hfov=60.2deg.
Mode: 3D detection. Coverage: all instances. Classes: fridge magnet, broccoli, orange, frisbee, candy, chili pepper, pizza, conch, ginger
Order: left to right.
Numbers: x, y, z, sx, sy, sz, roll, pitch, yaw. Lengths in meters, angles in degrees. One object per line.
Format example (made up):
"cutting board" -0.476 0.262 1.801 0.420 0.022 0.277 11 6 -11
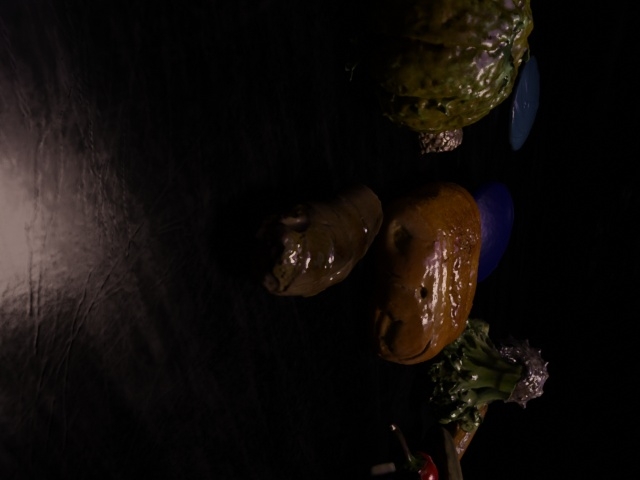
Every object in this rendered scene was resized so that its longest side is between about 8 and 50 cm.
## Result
"ginger" 0.000 0.000 0.724 0.109 0.116 0.263 -44 174 33
"chili pepper" 0.226 0.589 1.346 0.134 0.131 0.338 -24 121 -66
"candy" 0.220 -0.216 1.043 0.095 0.085 0.110 -54 134 -49
"orange" 0.196 -0.294 0.816 0.301 0.223 0.300 33 79 -60
"pizza" 0.424 0.638 1.745 0.335 0.086 0.226 -57 159 -12
"broccoli" 0.398 0.343 1.415 0.248 0.246 0.288 21 84 -54
"fridge magnet" 0.381 -0.018 1.340 0.265 0.113 0.265 -20 119 -41
"conch" 0.610 0.442 1.829 0.186 0.313 0.240 121 -43 -66
"frisbee" 0.643 -0.420 1.709 0.289 0.049 0.289 -33 130 -51

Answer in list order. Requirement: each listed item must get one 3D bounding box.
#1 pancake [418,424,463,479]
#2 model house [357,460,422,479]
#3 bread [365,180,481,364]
"pancake" 0.304 0.629 1.432 0.294 0.050 0.294 -172 -90 -86
"model house" 0.121 0.592 1.099 0.298 0.243 0.284 97 -10 -71
"bread" 0.223 0.053 1.085 0.337 0.148 0.327 -18 118 -57
